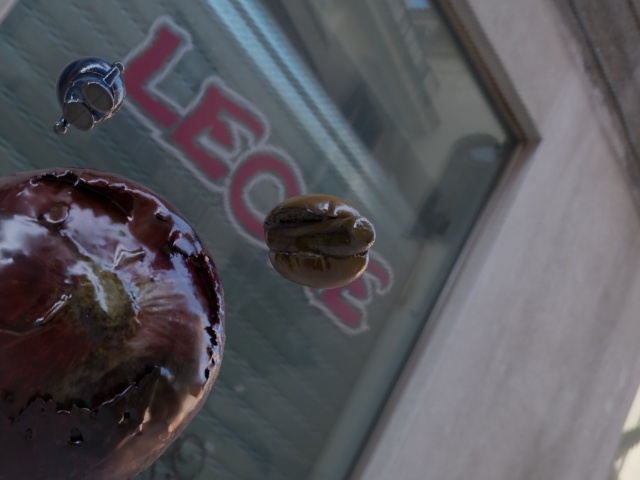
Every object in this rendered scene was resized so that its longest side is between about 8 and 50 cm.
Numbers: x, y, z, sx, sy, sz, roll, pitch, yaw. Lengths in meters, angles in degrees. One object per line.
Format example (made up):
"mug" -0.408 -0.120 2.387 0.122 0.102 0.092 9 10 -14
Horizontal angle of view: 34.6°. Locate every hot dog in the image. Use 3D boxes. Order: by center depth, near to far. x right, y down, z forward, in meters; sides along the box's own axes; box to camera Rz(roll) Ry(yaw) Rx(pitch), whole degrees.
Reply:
"hot dog" 0.000 0.002 0.958 0.140 0.090 0.060 11 9 38

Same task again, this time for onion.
"onion" -0.211 0.072 0.839 0.276 0.276 0.276 25 -22 11

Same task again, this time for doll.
"doll" -0.286 -0.181 1.275 0.085 0.114 0.152 48 4 -22
